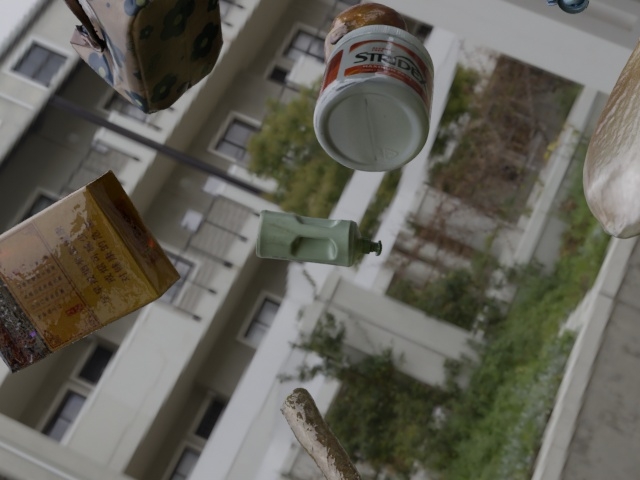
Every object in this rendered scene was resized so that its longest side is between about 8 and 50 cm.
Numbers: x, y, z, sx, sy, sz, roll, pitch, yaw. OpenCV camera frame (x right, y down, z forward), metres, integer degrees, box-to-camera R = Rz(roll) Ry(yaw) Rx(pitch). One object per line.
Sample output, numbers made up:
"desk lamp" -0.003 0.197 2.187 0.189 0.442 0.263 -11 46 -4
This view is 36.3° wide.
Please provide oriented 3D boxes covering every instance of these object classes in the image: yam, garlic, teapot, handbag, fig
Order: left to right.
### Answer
"handbag" -0.257 -0.325 1.355 0.190 0.193 0.251 -46 -17 -23
"yam" 0.024 0.468 2.042 0.081 0.357 0.081 -23 -34 -17
"fig" 0.109 -0.459 2.336 0.263 0.224 0.224 -93 25 -80
"teapot" 0.346 -0.354 1.336 0.049 0.063 0.083 90 -157 -53
"garlic" 0.424 -0.142 1.279 0.143 0.112 0.318 155 128 -71

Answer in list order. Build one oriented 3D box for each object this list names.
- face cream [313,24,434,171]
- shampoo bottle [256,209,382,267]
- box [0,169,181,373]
"face cream" 0.097 -0.249 1.721 0.187 0.201 0.201 -78 2 -46
"shampoo bottle" 0.000 0.000 1.830 0.118 0.234 0.087 97 179 -71
"box" -0.520 0.069 1.938 0.415 0.264 0.116 -28 12 24
